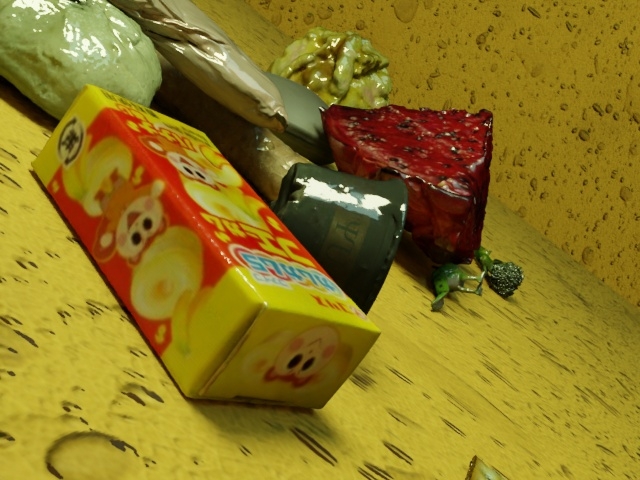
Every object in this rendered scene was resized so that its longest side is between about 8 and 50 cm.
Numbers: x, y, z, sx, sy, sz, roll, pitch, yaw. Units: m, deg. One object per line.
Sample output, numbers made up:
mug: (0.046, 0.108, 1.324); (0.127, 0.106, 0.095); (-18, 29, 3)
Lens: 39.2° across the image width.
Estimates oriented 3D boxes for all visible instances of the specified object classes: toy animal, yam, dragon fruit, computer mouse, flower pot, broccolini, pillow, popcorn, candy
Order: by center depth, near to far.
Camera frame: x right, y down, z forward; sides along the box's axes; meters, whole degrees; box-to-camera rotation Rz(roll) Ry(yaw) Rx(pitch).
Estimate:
candy: (-0.093, 0.002, 0.685); (0.146, 0.088, 0.276); (21, 22, -51)
flower pot: (0.000, 0.000, 0.819); (0.107, 0.157, 0.157); (20, 17, -11)
pillow: (-0.150, -0.229, 1.017); (0.270, 0.067, 0.173); (38, 10, -22)
yam: (-0.144, -0.164, 1.127); (0.356, 0.081, 0.081); (41, 15, 16)
toy animal: (0.190, 0.064, 1.244); (0.075, 0.041, 0.217); (7, 13, 6)
dragon fruit: (0.121, -0.053, 1.339); (0.286, 0.228, 0.329); (7, 30, 3)
computer mouse: (-0.077, -0.220, 1.442); (0.197, 0.095, 0.331); (41, 14, 35)
broccolini: (0.310, 0.035, 1.618); (0.067, 0.058, 0.216); (31, 14, -13)
popcorn: (0.023, -0.297, 1.707); (0.259, 0.212, 0.259); (34, 7, -5)

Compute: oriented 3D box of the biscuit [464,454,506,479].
biscuit: (0.190, 0.254, 0.704); (0.203, 0.016, 0.144); (38, 14, 9)

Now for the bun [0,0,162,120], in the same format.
bun: (-0.251, -0.196, 0.891); (0.221, 0.108, 0.221); (35, 13, -9)

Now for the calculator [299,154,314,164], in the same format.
calculator: (0.003, -0.065, 1.248); (0.235, 0.032, 0.146); (40, 14, 5)
